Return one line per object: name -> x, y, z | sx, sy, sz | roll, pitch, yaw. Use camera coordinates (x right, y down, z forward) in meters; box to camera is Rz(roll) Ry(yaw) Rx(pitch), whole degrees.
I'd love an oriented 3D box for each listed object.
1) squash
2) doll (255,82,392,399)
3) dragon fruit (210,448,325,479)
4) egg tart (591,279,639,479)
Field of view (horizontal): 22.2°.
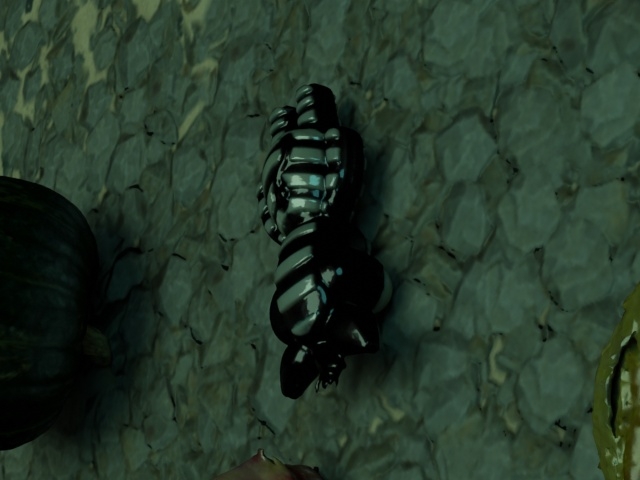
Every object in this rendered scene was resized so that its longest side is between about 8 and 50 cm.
squash -> -0.250, 0.055, 1.233 | 0.172, 0.218, 0.218 | -3, 72, 7
doll -> 0.000, 0.000, 1.035 | 0.091, 0.067, 0.219 | -35, 48, 38
dragon fruit -> -0.068, 0.264, 0.958 | 0.126, 0.161, 0.274 | 22, 94, 54
egg tart -> 0.240, 0.085, 0.654 | 0.290, 0.115, 0.290 | -10, 78, 49
